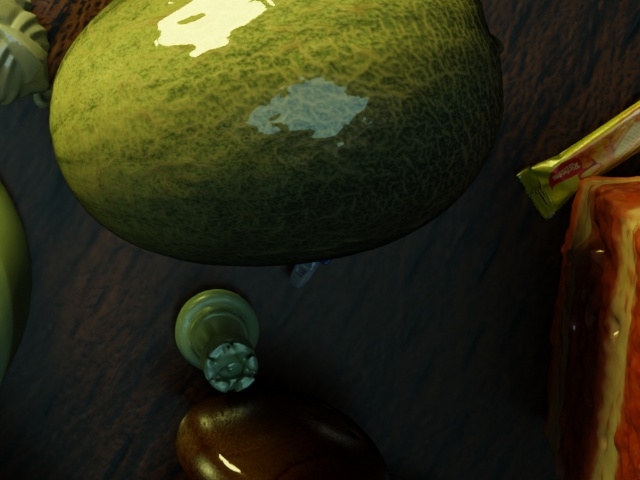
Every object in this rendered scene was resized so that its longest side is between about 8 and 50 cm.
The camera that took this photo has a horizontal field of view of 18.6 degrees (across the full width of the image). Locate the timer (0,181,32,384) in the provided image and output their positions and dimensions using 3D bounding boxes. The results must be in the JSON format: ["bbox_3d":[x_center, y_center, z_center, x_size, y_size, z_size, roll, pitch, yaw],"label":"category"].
[{"bbox_3d":[-0.342,0.068,1.345,0.291,0.315,0.291,-2,105,-9],"label":"timer"}]

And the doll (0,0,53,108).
[{"bbox_3d":[-0.254,-0.158,1.415,0.180,0.079,0.094,46,62,-36],"label":"doll"}]

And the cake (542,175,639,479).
[{"bbox_3d":[0.324,0.089,1.472,0.269,0.319,0.270,0,103,-11],"label":"cake"}]

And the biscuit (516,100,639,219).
[{"bbox_3d":[0.289,-0.115,1.563,0.292,0.026,0.048,-34,104,2],"label":"biscuit"}]

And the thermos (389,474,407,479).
[{"bbox_3d":[0.038,0.291,1.613,0.073,0.083,0.188,26,102,6],"label":"thermos"}]

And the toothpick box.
[{"bbox_3d":[-0.064,0.258,1.524,0.192,0.192,0.294,25,105,-16],"label":"toothpick box"}]

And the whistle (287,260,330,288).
[{"bbox_3d":[0.000,0.000,1.541,0.033,0.029,0.083,35,92,19],"label":"whistle"}]

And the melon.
[{"bbox_3d":[-0.030,-0.101,1.392,0.329,0.248,0.248,-10,107,-1],"label":"melon"}]

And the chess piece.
[{"bbox_3d":[-0.075,0.081,1.509,0.067,0.103,0.067,-3,105,-10],"label":"chess piece"}]
